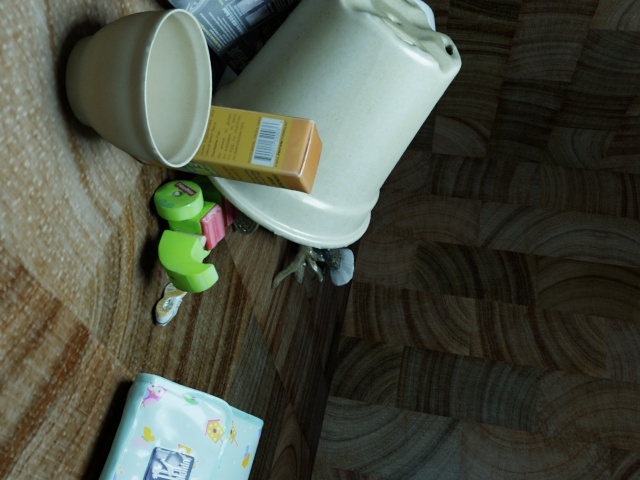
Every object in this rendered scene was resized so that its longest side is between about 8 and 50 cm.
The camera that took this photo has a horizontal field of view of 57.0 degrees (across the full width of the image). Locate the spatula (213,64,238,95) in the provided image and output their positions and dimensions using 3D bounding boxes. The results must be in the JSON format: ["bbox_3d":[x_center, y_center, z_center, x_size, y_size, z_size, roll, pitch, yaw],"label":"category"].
[{"bbox_3d":[-0.092,-0.327,1.064,0.168,0.019,0.242,31,80,-52],"label":"spatula"}]

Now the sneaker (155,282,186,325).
[{"bbox_3d":[-0.228,0.095,0.898,0.083,0.032,0.037,-61,171,-52],"label":"sneaker"}]

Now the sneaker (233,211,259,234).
[{"bbox_3d":[-0.132,-0.113,1.149,0.086,0.064,0.192,-55,148,-59],"label":"sneaker"}]

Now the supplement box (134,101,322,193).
[{"bbox_3d":[-0.121,-0.120,0.734,0.078,0.234,0.080,54,49,-75],"label":"supplement box"}]

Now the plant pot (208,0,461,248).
[{"bbox_3d":[0.023,-0.212,0.870,0.305,0.334,0.333,-49,-170,34],"label":"plant pot"}]

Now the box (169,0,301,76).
[{"bbox_3d":[-0.073,-0.366,0.823,0.076,0.243,0.307,60,7,8],"label":"box"}]

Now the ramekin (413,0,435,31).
[{"bbox_3d":[0.102,-0.389,1.188,0.277,0.277,0.135,4,87,-80],"label":"ramekin"}]

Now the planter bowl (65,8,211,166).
[{"bbox_3d":[-0.197,-0.165,0.631,0.162,0.109,0.162,8,90,-80],"label":"planter bowl"}]

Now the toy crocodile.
[{"bbox_3d":[-0.164,-0.066,0.903,0.340,0.105,0.115,-72,166,-47],"label":"toy crocodile"}]

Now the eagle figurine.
[{"bbox_3d":[-0.005,-0.010,1.610,0.298,0.226,0.225,-47,124,-64],"label":"eagle figurine"}]

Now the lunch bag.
[{"bbox_3d":[-0.207,0.322,0.824,0.262,0.160,0.223,59,42,-56],"label":"lunch bag"}]
